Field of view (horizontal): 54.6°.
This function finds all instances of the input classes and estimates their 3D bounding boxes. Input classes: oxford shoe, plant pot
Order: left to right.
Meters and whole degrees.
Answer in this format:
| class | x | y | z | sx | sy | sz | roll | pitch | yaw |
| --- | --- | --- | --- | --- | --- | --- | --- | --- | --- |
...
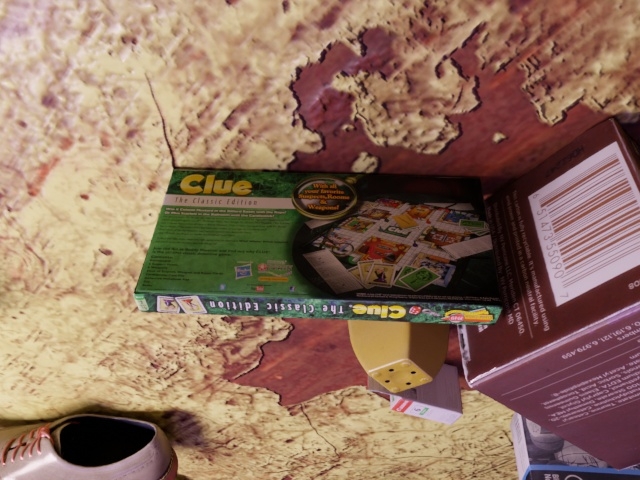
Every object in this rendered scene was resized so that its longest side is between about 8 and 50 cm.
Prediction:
| class | x | y | z | sx | sy | sz | roll | pitch | yaw |
| --- | --- | --- | --- | --- | --- | --- | --- | --- | --- |
| oxford shoe | -0.374 | 0.280 | 0.833 | 0.348 | 0.123 | 0.130 | -3 | 134 | -8 |
| plant pot | 0.079 | 0.102 | 0.622 | 0.081 | 0.083 | 0.081 | -27 | 128 | 29 |

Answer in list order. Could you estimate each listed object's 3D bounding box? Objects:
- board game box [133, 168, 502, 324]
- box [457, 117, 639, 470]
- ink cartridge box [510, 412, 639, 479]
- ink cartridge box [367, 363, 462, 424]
| class | x | y | z | sx | sy | sz | roll | pitch | yaw |
| --- | --- | --- | --- | --- | --- | --- | --- | --- | --- |
| board game box | 0.000 | 0.000 | 0.483 | 0.260 | 0.136 | 0.030 | 2 | 140 | 3 |
| box | 0.235 | 0.052 | 0.494 | 0.203 | 0.168 | 0.167 | 32 | 129 | -26 |
| ink cartridge box | 0.407 | 0.283 | 0.730 | 0.333 | 0.165 | 0.065 | 1 | 135 | 3 |
| ink cartridge box | 0.101 | 0.162 | 0.699 | 0.115 | 0.063 | 0.029 | 16 | 133 | -12 |
